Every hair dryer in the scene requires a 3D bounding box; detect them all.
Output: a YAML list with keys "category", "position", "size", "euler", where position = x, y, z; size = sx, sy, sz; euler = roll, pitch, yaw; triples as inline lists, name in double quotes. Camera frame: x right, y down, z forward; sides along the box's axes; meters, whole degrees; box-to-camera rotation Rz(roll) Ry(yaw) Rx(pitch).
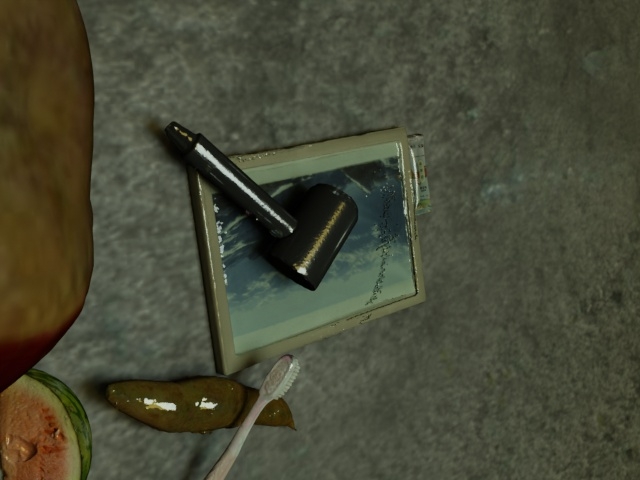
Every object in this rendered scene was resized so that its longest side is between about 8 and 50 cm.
- category: "hair dryer"
  position: [-0.068, -0.059, 0.880]
  size: [0.248, 0.070, 0.114]
  euler: [41, 69, -24]

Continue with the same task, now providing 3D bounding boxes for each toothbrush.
- category: "toothbrush"
  position: [-0.111, 0.255, 0.864]
  size: [0.307, 0.025, 0.029]
  euler: [-57, 150, -2]

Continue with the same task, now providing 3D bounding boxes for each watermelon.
- category: "watermelon"
  position: [-0.256, 0.196, 0.777]
  size: [0.069, 0.087, 0.163]
  euler: [-26, 116, -75]

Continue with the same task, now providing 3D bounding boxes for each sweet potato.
- category: "sweet potato"
  position: [-0.119, 0.181, 0.873]
  size: [0.274, 0.067, 0.067]
  euler: [18, 81, -43]

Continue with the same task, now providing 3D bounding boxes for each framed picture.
- category: "framed picture"
  position: [0.000, 0.000, 0.985]
  size: [0.335, 0.022, 0.247]
  euler: [-14, 102, -38]

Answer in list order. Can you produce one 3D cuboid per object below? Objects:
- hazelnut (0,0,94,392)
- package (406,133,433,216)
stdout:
- category: "hazelnut"
  position: [-0.320, -0.075, 0.537]
  size: [0.359, 0.359, 0.409]
  euler: [3, 95, -39]
- category: "package"
  position: [0.134, -0.090, 1.092]
  size: [0.037, 0.015, 0.110]
  euler: [-13, 99, -33]
